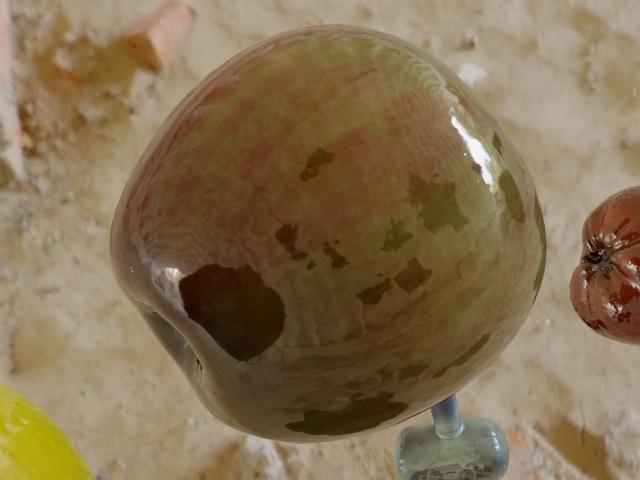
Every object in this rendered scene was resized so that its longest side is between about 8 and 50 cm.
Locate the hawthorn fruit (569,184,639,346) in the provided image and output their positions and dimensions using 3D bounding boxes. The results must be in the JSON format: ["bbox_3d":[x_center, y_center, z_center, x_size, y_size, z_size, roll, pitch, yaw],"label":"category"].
[{"bbox_3d":[0.274,0.024,1.109,0.138,0.133,0.133,13,53,-22],"label":"hawthorn fruit"}]

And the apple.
[{"bbox_3d":[0.000,0.000,0.871,0.234,0.257,0.257,-34,57,-18],"label":"apple"}]

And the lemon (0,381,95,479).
[{"bbox_3d":[-0.218,0.184,0.636,0.245,0.245,0.320,0,21,10],"label":"lemon"}]

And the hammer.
[{"bbox_3d":[0.118,0.165,1.378,0.116,0.194,0.069,-8,32,12],"label":"hammer"}]
